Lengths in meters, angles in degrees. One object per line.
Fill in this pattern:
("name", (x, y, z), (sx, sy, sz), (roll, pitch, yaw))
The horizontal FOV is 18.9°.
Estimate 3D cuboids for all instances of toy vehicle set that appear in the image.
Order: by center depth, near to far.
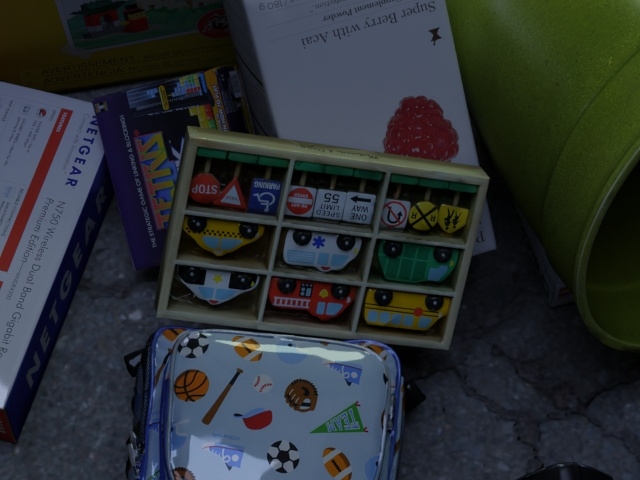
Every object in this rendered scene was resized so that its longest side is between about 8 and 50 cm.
("toy vehicle set", (0.000, 0.000, 1.672), (0.267, 0.166, 0.035), (7, 19, -12))

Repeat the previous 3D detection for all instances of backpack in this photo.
("backpack", (-0.046, 0.208, 1.644), (0.276, 0.213, 0.263), (4, 71, 0))

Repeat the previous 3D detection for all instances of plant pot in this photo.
("plant pot", (0.279, -0.153, 1.714), (0.366, 0.366, 0.353), (-28, 53, -14))

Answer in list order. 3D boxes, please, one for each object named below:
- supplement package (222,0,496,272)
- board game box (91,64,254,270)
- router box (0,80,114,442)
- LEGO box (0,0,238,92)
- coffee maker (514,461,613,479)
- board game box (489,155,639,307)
("supplement package", (0.031, -0.124, 1.748), (0.177, 0.293, 0.175), (-17, 22, -7))
("board game box", (-0.127, -0.067, 1.800), (0.141, 0.048, 0.170), (-12, 95, 26))
("router box", (-0.378, -0.003, 1.827), (0.301, 0.082, 0.335), (14, 62, 8))
("LEGO box", (-0.141, -0.340, 1.849), (0.500, 0.372, 0.193), (-9, 61, -5))
("coffee maker", (0.209, 0.281, 1.610), (0.120, 0.171, 0.178), (-17, 59, 10))
("board game box", (0.267, -0.096, 1.887), (0.193, 0.053, 0.305), (-14, 61, -8))
